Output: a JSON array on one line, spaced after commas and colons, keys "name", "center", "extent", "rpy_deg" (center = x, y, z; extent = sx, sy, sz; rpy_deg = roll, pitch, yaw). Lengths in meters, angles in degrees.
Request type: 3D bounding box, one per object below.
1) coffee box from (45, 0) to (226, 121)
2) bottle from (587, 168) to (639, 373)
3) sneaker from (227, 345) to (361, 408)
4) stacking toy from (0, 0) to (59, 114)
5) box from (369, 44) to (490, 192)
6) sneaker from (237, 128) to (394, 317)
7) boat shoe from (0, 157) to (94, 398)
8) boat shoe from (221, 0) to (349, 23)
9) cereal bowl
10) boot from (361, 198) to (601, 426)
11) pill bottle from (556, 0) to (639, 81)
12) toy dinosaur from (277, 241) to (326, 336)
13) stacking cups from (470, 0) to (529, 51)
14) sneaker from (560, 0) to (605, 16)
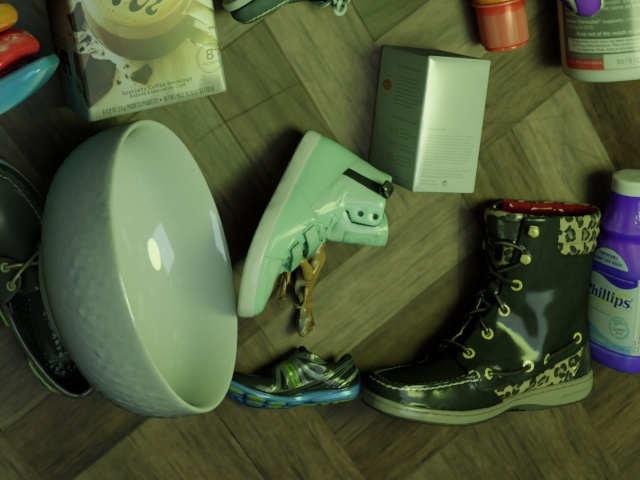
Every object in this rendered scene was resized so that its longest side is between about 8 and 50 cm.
[{"name": "coffee box", "center": [-0.222, -0.301, 1.500], "extent": [0.168, 0.119, 0.297], "rpy_deg": [-16, 110, -20]}, {"name": "bottle", "center": [0.436, 0.042, 1.889], "extent": [0.092, 0.118, 0.283], "rpy_deg": [-15, 116, -34]}, {"name": "sneaker", "center": [-0.039, 0.179, 1.751], "extent": [0.188, 0.067, 0.078], "rpy_deg": [-2, 75, -18]}, {"name": "stacking toy", "center": [-0.421, -0.264, 1.414], "extent": [0.175, 0.166, 0.302], "rpy_deg": [-29, 102, -2]}, {"name": "box", "center": [0.136, -0.155, 1.702], "extent": [0.091, 0.130, 0.170], "rpy_deg": [1, 103, -25]}, {"name": "sneaker", "center": [0.000, -0.001, 1.642], "extent": [0.151, 0.094, 0.256], "rpy_deg": [25, 73, 1]}, {"name": "boat shoe", "center": [-0.331, 0.047, 1.555], "extent": [0.109, 0.091, 0.305], "rpy_deg": [-26, 113, -18]}, {"name": "boat shoe", "center": [0.031, -0.326, 1.617], "extent": [0.319, 0.116, 0.099], "rpy_deg": [-32, 111, -20]}, {"name": "cereal bowl", "center": [-0.218, 0.039, 1.508], "extent": [0.141, 0.339, 0.339], "rpy_deg": [-11, 112, 15]}, {"name": "boot", "center": [0.230, 0.093, 1.806], "extent": [0.377, 0.138, 0.284], "rpy_deg": [-3, 105, -29]}, {"name": "pill bottle", "center": [0.387, -0.362, 1.749], "extent": [0.161, 0.161, 0.283], "rpy_deg": [-15, 110, -21]}, {"name": "toy dinosaur", "center": [-0.013, 0.018, 1.727], "extent": [0.112, 0.064, 0.211], "rpy_deg": [6, 111, -45]}, {"name": "stacking cups", "center": [0.220, -0.401, 1.701], "extent": [0.096, 0.096, 0.316], "rpy_deg": [-23, 114, -18]}, {"name": "sneaker", "center": [0.221, -0.363, 1.619], "extent": [0.146, 0.102, 0.293], "rpy_deg": [-43, 113, 0]}]
